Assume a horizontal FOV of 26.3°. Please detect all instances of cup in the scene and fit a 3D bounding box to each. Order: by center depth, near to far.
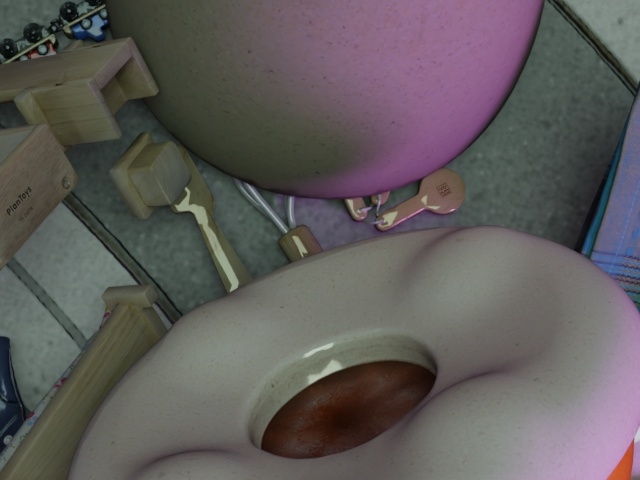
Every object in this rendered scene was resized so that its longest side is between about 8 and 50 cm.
[{"bbox_3d":[0.020,-0.213,0.928,0.331,0.237,0.331,2,80,-9],"label":"cup"}]

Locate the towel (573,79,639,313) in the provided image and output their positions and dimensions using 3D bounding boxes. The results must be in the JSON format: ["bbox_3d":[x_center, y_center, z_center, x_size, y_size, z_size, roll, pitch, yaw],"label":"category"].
[{"bbox_3d":[0.360,0.032,0.984,0.370,0.040,0.271,12,120,-6],"label":"towel"}]

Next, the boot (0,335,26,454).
[{"bbox_3d":[-0.246,0.162,0.964,0.086,0.069,0.190,-10,83,-10],"label":"boot"}]

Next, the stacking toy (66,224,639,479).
[{"bbox_3d":[0.083,0.262,0.871,0.350,0.350,0.480,-26,115,-7],"label":"stacking toy"}]

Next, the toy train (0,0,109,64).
[{"bbox_3d":[-0.213,-0.140,1.019,0.158,0.027,0.036,-33,90,-7],"label":"toy train"}]

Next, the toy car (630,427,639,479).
[{"bbox_3d":[0.221,0.177,0.944,0.136,0.159,0.182,-33,65,34],"label":"toy car"}]

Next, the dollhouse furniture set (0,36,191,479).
[{"bbox_3d":[-0.186,0.090,0.962,0.303,0.173,0.356,-58,133,-42],"label":"dollhouse furniture set"}]

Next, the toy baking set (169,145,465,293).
[{"bbox_3d":[0.001,0.007,1.025,0.256,0.030,0.197,1,80,-9],"label":"toy baking set"}]
